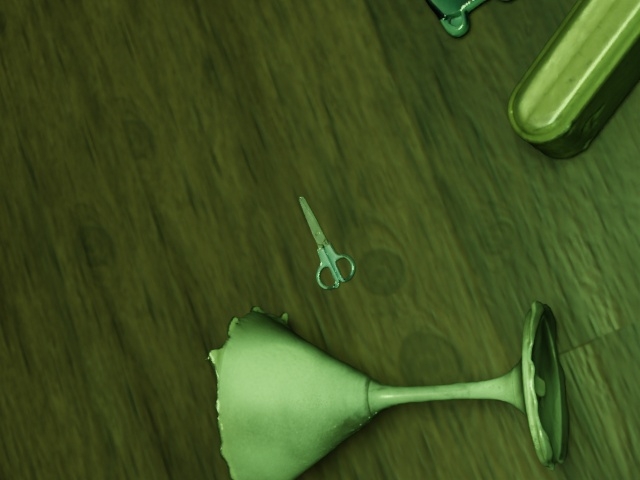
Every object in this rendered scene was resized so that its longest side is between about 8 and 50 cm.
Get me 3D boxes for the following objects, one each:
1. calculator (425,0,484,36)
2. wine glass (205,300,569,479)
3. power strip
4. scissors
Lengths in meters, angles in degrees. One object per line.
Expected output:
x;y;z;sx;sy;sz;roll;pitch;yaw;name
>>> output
0.099;-0.233;0.864;0.094;0.019;0.141;-34;71;18;calculator
0.055;0.113;0.789;0.232;0.156;0.156;-7;82;21;wine glass
0.259;-0.226;0.750;0.066;0.092;0.387;40;102;20;power strip
0.000;0.000;0.895;0.036;0.006;0.083;-32;73;21;scissors
